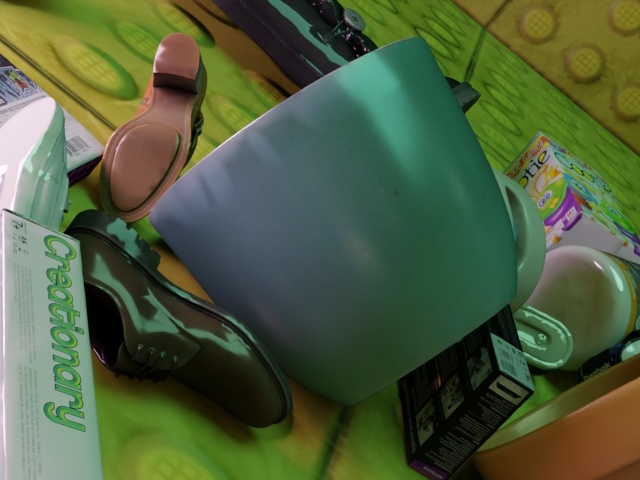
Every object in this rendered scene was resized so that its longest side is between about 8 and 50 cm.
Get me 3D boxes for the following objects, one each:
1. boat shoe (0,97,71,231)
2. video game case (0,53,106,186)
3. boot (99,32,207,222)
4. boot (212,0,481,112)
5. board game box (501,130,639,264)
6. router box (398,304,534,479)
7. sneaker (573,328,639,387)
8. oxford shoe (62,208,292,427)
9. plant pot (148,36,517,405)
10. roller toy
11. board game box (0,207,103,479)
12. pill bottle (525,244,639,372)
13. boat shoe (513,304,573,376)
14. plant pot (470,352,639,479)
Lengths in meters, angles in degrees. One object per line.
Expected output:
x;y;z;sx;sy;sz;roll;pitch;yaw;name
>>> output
-0.217;-0.033;0.874;0.063;0.066;0.184;56;19;-39;boat shoe
-0.311;-0.107;0.976;0.210;0.042;0.232;41;22;-1;video game case
-0.153;-0.090;1.138;0.073;0.197;0.152;20;-16;1;boot
0.013;-0.307;1.717;0.445;0.146;0.367;44;20;7;boot
0.368;-0.024;1.771;0.142;0.144;0.275;32;23;-19;board game box
0.134;0.128;1.123;0.046;0.133;0.179;33;24;-16;router box
0.371;0.217;1.315;0.182;0.127;0.315;28;41;-12;sneaker
-0.123;0.083;0.898;0.227;0.083;0.096;37;43;-8;oxford shoe
0.034;0.002;1.031;0.235;0.293;0.293;57;24;3;plant pot
0.135;-0.001;1.274;0.209;0.191;0.146;44;13;30;roller toy
-0.169;0.148;0.524;0.053;0.193;0.305;26;26;-31;board game box
0.392;0.104;1.544;0.278;0.162;0.162;13;34;-48;pill bottle
0.188;0.085;1.398;0.233;0.084;0.079;35;-16;5;boat shoe
0.312;0.221;1.085;0.203;0.291;0.291;63;26;8;plant pot
